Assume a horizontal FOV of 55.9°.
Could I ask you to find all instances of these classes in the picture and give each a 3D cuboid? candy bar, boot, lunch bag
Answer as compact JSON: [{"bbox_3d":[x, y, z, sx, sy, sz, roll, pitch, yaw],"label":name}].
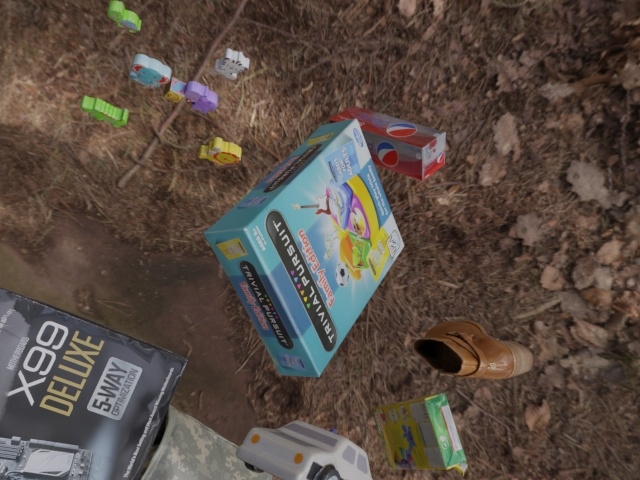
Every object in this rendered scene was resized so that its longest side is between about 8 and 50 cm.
[{"bbox_3d":[0.278,0.493,1.417,0.161,0.040,0.018,36,127,3],"label":"candy bar"},{"bbox_3d":[0.187,0.155,0.877,0.152,0.197,0.072,5,87,-36],"label":"boot"},{"bbox_3d":[-0.227,0.429,0.940,0.235,0.169,0.287,43,57,-24],"label":"lunch bag"}]

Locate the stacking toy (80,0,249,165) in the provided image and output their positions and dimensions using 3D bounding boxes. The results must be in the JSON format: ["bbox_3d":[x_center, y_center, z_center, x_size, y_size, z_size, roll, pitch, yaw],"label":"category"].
[{"bbox_3d":[-0.200,-0.215,0.830,0.221,0.052,0.166,19,65,-35],"label":"stacking toy"}]

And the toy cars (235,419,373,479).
[{"bbox_3d":[0.091,0.279,0.652,0.394,0.176,0.087,30,68,-10],"label":"toy cars"}]

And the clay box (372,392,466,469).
[{"bbox_3d":[0.182,0.374,1.170,0.053,0.222,0.127,-10,75,-25],"label":"clay box"}]

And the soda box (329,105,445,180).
[{"bbox_3d":[0.145,-0.222,1.351,0.263,0.083,0.092,26,48,36],"label":"soda box"}]

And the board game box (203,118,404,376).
[{"bbox_3d":[0.000,0.000,0.933,0.079,0.336,0.253,-5,121,36],"label":"board game box"}]

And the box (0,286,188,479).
[{"bbox_3d":[-0.330,0.238,0.699,0.243,0.076,0.307,27,71,-17],"label":"box"}]
